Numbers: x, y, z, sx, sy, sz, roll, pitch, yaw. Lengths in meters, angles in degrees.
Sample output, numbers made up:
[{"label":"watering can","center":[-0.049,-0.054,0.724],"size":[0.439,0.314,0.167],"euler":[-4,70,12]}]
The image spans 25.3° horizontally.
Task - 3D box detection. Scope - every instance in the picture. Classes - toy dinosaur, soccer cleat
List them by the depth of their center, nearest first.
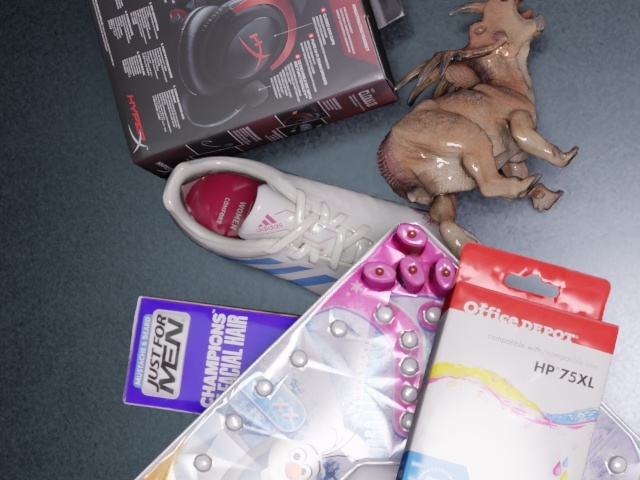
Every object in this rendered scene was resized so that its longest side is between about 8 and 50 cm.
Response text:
[{"label":"toy dinosaur","center":[0.124,-0.101,1.327],"size":[0.200,0.127,0.296],"euler":[45,49,15]},{"label":"soccer cleat","center":[0.000,0.000,1.367],"size":[0.331,0.143,0.116],"euler":[15,87,11]}]

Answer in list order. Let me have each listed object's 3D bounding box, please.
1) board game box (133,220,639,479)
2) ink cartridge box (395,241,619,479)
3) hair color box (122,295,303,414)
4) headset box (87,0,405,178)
[{"label":"board game box","center":[0.074,0.242,1.162],"size":[0.390,0.050,0.390],"euler":[-44,82,-7]},{"label":"ink cartridge box","center":[0.149,0.118,1.120],"size":[0.134,0.078,0.231],"euler":[15,79,2]},{"label":"hair color box","center":[0.007,0.127,1.331],"size":[0.339,0.185,0.110],"euler":[5,84,10]},{"label":"headset box","center":[-0.066,-0.212,1.419],"size":[0.293,0.110,0.218],"euler":[-18,81,8]}]
